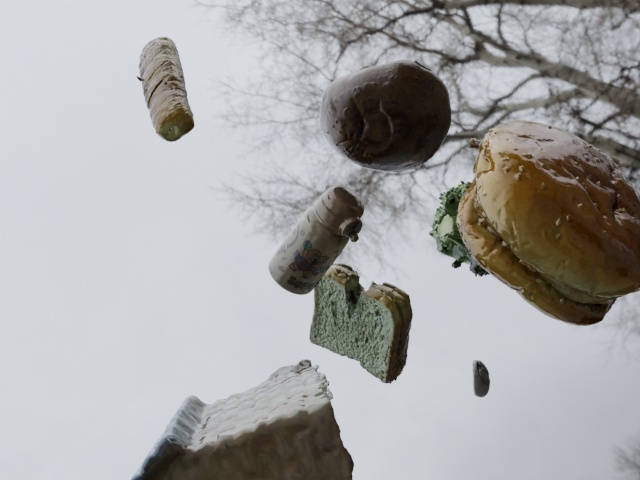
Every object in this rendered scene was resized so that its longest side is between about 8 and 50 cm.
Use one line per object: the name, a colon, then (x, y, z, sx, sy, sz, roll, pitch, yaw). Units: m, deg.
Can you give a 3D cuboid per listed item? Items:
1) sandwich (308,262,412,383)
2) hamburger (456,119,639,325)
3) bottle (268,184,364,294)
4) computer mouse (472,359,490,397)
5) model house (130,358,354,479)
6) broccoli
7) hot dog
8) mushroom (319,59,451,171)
sandwich: (0.103, 0.198, 1.943, 0.095, 0.273, 0.249, -27, -49, -45)
hamburger: (0.340, -0.037, 1.110, 0.170, 0.314, 0.290, -51, 3, 40)
bottle: (0.000, 0.000, 1.357, 0.097, 0.110, 0.209, 1, -44, -45)
computer mouse: (0.364, 0.313, 1.736, 0.039, 0.066, 0.096, -3, -50, 10)
model house: (-0.125, 0.449, 1.135, 0.399, 0.395, 0.446, -17, -88, -8)
broccoli: (0.335, -0.023, 1.635, 0.176, 0.226, 0.198, 6, -65, -3)
hot dog: (-0.271, -0.272, 1.336, 0.087, 0.286, 0.061, -33, -45, 5)
mushroom: (0.105, -0.199, 1.289, 0.138, 0.231, 0.194, -41, -71, -56)
